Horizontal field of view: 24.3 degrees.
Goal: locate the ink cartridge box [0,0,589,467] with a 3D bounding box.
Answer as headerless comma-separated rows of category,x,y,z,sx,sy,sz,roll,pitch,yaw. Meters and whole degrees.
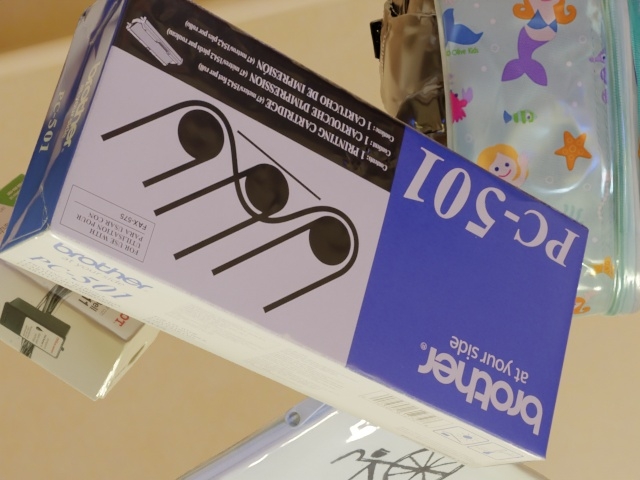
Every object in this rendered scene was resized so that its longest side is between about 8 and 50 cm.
ink cartridge box,0.000,0.000,0.526,0.207,0.097,0.046,27,155,-27

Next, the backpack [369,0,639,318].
backpack,0.118,-0.066,0.809,0.191,0.225,0.253,-3,-171,6

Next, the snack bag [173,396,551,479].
snack bag,-0.009,0.219,1.107,0.323,0.037,0.342,-33,141,20

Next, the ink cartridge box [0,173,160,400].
ink cartridge box,-0.262,0.045,1.490,0.087,0.208,0.153,-58,178,30
